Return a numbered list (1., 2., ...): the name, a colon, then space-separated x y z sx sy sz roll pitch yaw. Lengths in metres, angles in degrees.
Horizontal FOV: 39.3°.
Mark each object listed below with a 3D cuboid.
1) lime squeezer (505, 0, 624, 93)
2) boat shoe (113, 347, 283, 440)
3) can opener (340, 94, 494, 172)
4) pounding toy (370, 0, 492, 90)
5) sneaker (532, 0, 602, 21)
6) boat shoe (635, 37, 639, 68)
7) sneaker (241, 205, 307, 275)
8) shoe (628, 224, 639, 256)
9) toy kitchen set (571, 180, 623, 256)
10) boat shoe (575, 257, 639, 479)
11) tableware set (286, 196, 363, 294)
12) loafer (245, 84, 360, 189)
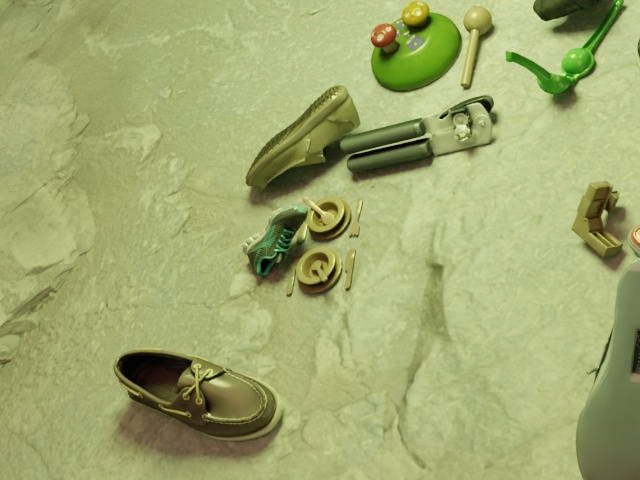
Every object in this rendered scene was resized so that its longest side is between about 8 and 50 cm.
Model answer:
1. lime squeezer: 0.409 -0.312 1.506 0.310 0.109 0.059 -29 20 -31
2. boat shoe: -0.211 0.248 1.490 0.325 0.096 0.116 9 63 36
3. can opener: 0.174 -0.183 1.589 0.281 0.074 0.093 -13 18 22
4. pounding toy: 0.185 -0.385 1.687 0.237 0.110 0.182 7 63 36
5. sneaker: 0.453 -0.505 1.610 0.130 0.109 0.286 -21 32 51
6. boat shoe: 0.586 -0.257 1.352 0.114 0.091 0.302 -40 46 1
7. sneaker: -0.072 0.003 1.589 0.166 0.065 0.076 -45 51 38
8. shoe: 0.501 0.001 1.228 0.178 0.081 0.063 24 73 41
9. toy kitchen set: 0.428 -0.035 1.315 0.068 0.083 0.075 -9 39 -28
10. boat shoe: 0.401 0.173 1.152 0.113 0.105 0.306 6 86 23
11. tableware set: 0.000 0.000 1.575 0.128 0.039 0.194 -8 55 28
12. loafer: -0.032 -0.175 1.686 0.268 0.092 0.102 -39 17 23
